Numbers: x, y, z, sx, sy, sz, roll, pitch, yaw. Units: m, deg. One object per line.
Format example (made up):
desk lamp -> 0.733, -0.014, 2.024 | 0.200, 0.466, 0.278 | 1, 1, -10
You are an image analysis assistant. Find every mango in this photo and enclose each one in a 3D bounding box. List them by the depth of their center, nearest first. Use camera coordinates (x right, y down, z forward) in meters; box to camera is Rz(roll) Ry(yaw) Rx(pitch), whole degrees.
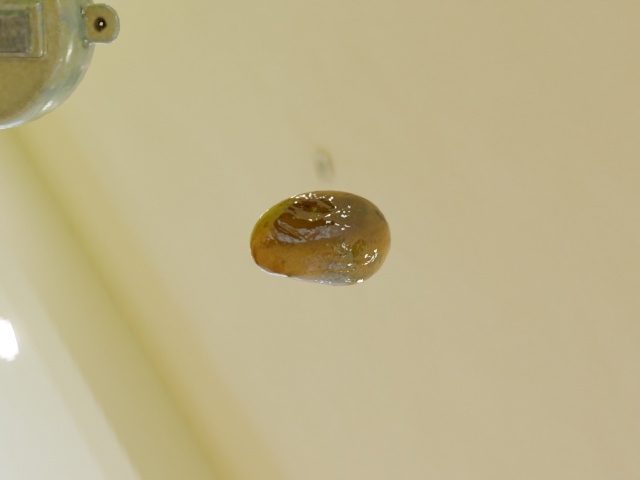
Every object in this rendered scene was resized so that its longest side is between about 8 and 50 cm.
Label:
mango -> 0.000, 0.000, 1.151 | 0.079, 0.114, 0.057 | 60, -35, 28

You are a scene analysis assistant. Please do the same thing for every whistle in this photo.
whistle -> -0.245, -0.130, 0.946 | 0.258, 0.067, 0.126 | 2, -79, 14
